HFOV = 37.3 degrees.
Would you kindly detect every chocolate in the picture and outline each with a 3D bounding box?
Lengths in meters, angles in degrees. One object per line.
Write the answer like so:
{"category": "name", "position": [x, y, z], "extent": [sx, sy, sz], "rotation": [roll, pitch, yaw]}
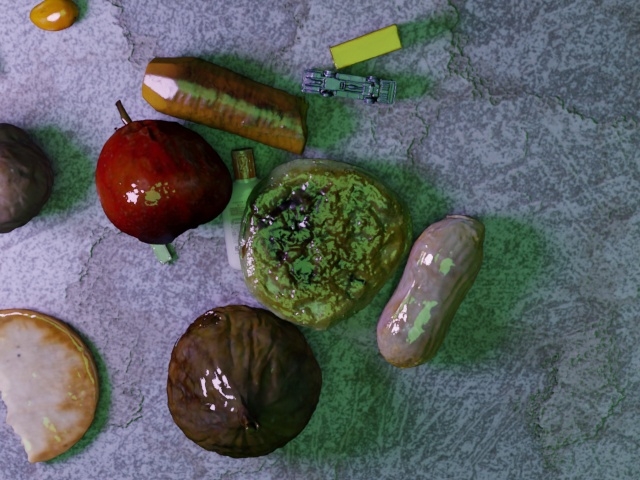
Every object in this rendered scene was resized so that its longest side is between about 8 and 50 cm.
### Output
{"category": "chocolate", "position": [0.196, 0.091, 1.718], "extent": [0.134, 0.134, 0.309], "rotation": [27, 101, -5]}

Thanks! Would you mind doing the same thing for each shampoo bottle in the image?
{"category": "shampoo bottle", "position": [-0.128, -0.057, 1.726], "extent": [0.108, 0.051, 0.221], "rotation": [-6, 102, 5]}

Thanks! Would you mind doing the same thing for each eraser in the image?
{"category": "eraser", "position": [0.077, -0.335, 1.645], "extent": [0.122, 0.097, 0.045], "rotation": [-18, 102, 5]}

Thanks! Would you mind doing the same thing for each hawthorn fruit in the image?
{"category": "hawthorn fruit", "position": [-0.290, -0.122, 1.633], "extent": [0.210, 0.230, 0.266], "rotation": [-40, 84, 33]}

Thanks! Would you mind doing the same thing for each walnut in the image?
{"category": "walnut", "position": [-0.572, -0.106, 1.631], "extent": [0.224, 0.224, 0.224], "rotation": [0, 102, 0]}

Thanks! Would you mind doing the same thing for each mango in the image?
{"category": "mango", "position": [-0.467, -0.396, 1.659], "extent": [0.089, 0.046, 0.060], "rotation": [-2, 100, 13]}

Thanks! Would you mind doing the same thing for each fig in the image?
{"category": "fig", "position": [-0.137, 0.258, 1.641], "extent": [0.286, 0.368, 0.287], "rotation": [0, 92, -3]}

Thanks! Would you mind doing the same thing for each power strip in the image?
{"category": "power strip", "position": [-0.300, 0.009, 1.757], "extent": [0.027, 0.017, 0.083], "rotation": [-24, 101, 6]}

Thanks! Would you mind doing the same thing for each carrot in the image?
{"category": "carrot", "position": [-0.158, -0.241, 1.657], "extent": [0.301, 0.114, 0.114], "rotation": [17, 101, -6]}

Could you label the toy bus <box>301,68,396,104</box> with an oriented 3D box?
{"category": "toy bus", "position": [0.050, -0.272, 1.673], "extent": [0.165, 0.065, 0.047], "rotation": [8, 102, 0]}

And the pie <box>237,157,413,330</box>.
{"category": "pie", "position": [0.000, 0.000, 1.689], "extent": [0.323, 0.070, 0.323], "rotation": [-1, 100, -5]}

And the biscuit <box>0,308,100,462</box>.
{"category": "biscuit", "position": [-0.523, 0.258, 1.798], "extent": [0.204, 0.040, 0.309], "rotation": [-19, 102, 4]}
